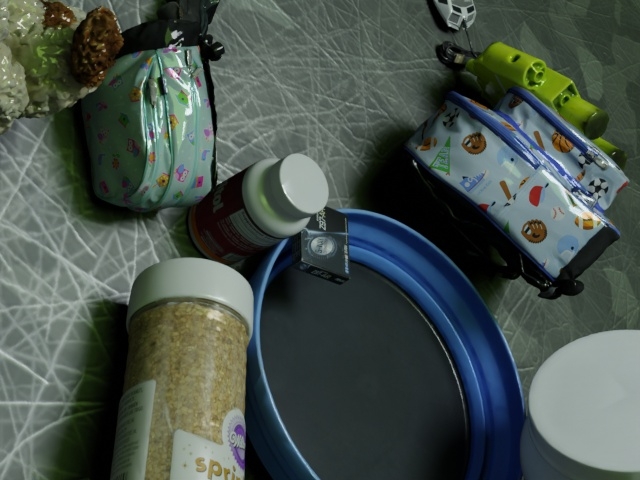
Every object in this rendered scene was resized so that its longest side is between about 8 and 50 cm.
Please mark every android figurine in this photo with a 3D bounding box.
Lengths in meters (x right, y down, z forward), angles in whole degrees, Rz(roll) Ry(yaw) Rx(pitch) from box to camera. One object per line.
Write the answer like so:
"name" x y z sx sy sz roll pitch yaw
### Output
"android figurine" 0.304 -0.184 1.429 0.056 0.273 0.248 -45 135 -3

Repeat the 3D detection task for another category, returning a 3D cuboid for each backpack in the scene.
"backpack" -0.172 -0.119 1.029 0.115 0.152 0.182 -5 88 -39
"backpack" 0.235 -0.076 1.283 0.263 0.276 0.213 34 91 -5

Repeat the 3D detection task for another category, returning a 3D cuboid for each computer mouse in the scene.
"computer mouse" 0.200 -0.350 1.535 0.106 0.042 0.193 -8 84 -40

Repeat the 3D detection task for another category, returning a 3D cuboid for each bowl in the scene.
"bowl" 0.069 0.155 1.136 0.391 0.077 0.391 22 51 -30

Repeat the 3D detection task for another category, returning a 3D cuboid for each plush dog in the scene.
"plush dog" -0.292 -0.153 0.891 0.225 0.262 0.210 -20 120 -36

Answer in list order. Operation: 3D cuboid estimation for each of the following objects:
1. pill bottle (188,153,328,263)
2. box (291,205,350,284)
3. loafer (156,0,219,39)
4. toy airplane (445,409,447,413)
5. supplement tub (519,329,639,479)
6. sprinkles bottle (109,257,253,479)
"pill bottle" -0.064 -0.035 1.070 0.086 0.152 0.086 19 60 -37
"box" 0.000 0.000 1.102 0.067 0.018 0.083 22 51 -32
"loafer" -0.157 -0.243 1.151 0.061 0.062 0.170 20 53 -10
"toy airplane" 0.121 0.241 1.213 0.151 0.028 0.151 19 60 -35
"supplement tub" 0.349 0.284 1.134 0.235 0.235 0.325 -55 140 -42
"sprinkles bottle" -0.124 0.188 0.897 0.121 0.121 0.355 28 44 -32
